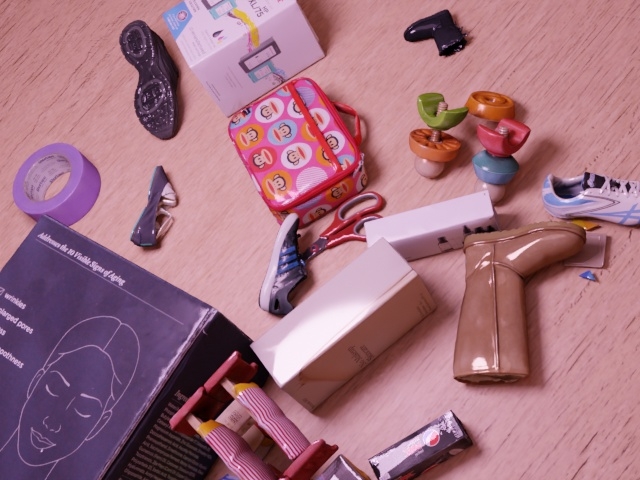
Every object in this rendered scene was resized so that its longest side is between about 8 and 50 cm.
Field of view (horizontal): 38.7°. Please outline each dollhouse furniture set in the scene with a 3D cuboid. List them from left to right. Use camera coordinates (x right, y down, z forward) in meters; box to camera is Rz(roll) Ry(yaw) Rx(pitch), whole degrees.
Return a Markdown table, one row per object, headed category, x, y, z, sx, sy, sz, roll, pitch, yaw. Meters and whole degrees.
| category | x | y | z | sx | sy | sz | roll | pitch | yaw |
| --- | --- | --- | --- | --- | --- | --- | --- | --- | --- |
| dollhouse furniture set | -0.079 | 0.328 | 1.492 | 0.201 | 0.374 | 0.152 | 43 | 85 | 19 |

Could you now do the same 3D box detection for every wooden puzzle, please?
| category | x | y | z | sx | sy | sz | roll | pitch | yaw |
| --- | --- | --- | --- | --- | --- | --- | --- | --- | --- |
| wooden puzzle | 0.474 | 0.017 | 1.635 | 0.078 | 0.014 | 0.116 | 8 | 66 | 30 |

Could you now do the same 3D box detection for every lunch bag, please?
| category | x | y | z | sx | sy | sz | roll | pitch | yaw |
| --- | --- | --- | --- | --- | --- | --- | --- | --- | --- |
| lunch bag | -0.031 | -0.192 | 1.898 | 0.258 | 0.120 | 0.293 | -30 | 58 | 0 |

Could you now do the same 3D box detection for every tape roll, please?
| category | x | y | z | sx | sy | sz | roll | pitch | yaw |
| --- | --- | --- | --- | --- | --- | --- | --- | --- | --- |
| tape roll | -0.612 | -0.127 | 2.116 | 0.189 | 0.080 | 0.189 | -10 | 59 | 17 |

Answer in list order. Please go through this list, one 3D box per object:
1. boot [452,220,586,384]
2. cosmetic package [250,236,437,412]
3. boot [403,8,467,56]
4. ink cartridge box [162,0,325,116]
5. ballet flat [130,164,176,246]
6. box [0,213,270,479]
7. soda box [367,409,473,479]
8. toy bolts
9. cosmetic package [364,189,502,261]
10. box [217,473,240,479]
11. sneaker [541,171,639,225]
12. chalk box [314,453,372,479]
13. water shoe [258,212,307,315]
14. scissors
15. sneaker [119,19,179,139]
| category | x | y | z | sx | sy | sz | roll | pitch | yaw |
| --- | --- | --- | --- | --- | --- | --- | --- | --- | --- |
| boot | 0.351 | 0.112 | 1.594 | 0.236 | 0.089 | 0.269 | -11 | 58 | 31 |
| cosmetic package | 0.046 | 0.154 | 1.648 | 0.309 | 0.160 | 0.113 | -41 | 56 | -1 |
| boot | 0.248 | -0.434 | 1.954 | 0.121 | 0.045 | 0.099 | -25 | 60 | 7 |
| ink cartridge box | -0.169 | -0.460 | 2.043 | 0.270 | 0.197 | 0.198 | -32 | 56 | 3 |
| ballet flat | -0.354 | -0.071 | 1.994 | 0.074 | 0.074 | 0.203 | 0 | 57 | 22 |
| box | -0.429 | 0.278 | 1.692 | 0.480 | 0.297 | 0.471 | 25 | 76 | 31 |
| soda box | 0.170 | 0.358 | 1.546 | 0.169 | 0.060 | 0.053 | -31 | 55 | 5 |
| toy bolts | 0.306 | -0.177 | 1.767 | 0.218 | 0.158 | 0.228 | -13 | 36 | -33 |
| cosmetic package | 0.212 | -0.018 | 1.710 | 0.239 | 0.099 | 0.060 | -15 | 58 | 15 |
| box | -0.167 | 0.465 | 1.581 | 0.109 | 0.178 | 0.042 | 9 | 100 | 26 |
| sneaker | 0.513 | -0.081 | 1.623 | 0.237 | 0.086 | 0.085 | 1 | 48 | 23 |
| chalk box | 0.020 | 0.484 | 1.499 | 0.213 | 0.132 | 0.132 | -46 | 57 | -5 |
| water shoe | -0.059 | 0.049 | 1.796 | 0.080 | 0.073 | 0.203 | 16 | 84 | 5 |
| scissors | 0.000 | 0.000 | 1.835 | 0.297 | 0.021 | 0.109 | -27 | 63 | 10 |
| sneaker | -0.375 | -0.373 | 2.138 | 0.109 | 0.130 | 0.286 | -16 | 81 | 21 |
